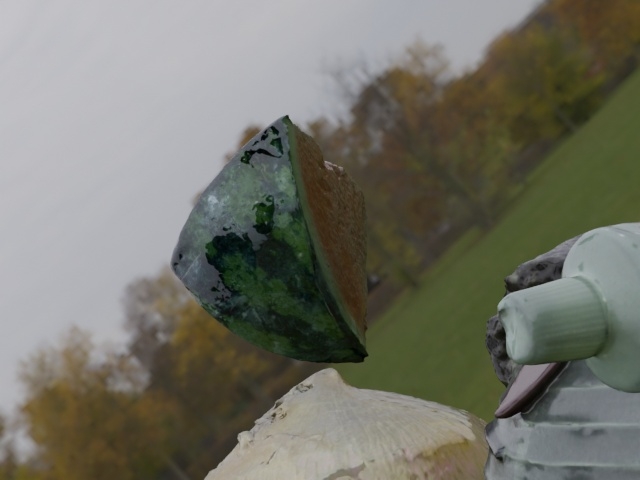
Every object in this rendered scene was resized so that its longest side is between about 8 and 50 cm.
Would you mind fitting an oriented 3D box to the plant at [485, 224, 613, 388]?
[{"bbox_3d":[0.253,0.070,1.366,0.274,0.146,0.149,-10,-41,-57],"label":"plant"}]

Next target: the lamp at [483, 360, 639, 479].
[{"bbox_3d":[0.183,0.107,0.741,0.233,0.233,0.265,-43,-10,14],"label":"lamp"}]

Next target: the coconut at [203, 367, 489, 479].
[{"bbox_3d":[0.043,0.315,1.720,0.404,0.404,0.404,-43,-2,-2],"label":"coconut"}]

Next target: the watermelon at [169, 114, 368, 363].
[{"bbox_3d":[-0.002,0.002,1.473,0.202,0.207,0.136,-43,0,-28],"label":"watermelon"}]

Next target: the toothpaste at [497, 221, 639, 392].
[{"bbox_3d":[0.170,0.006,0.512,0.268,0.047,0.069,-9,9,-25],"label":"toothpaste"}]
